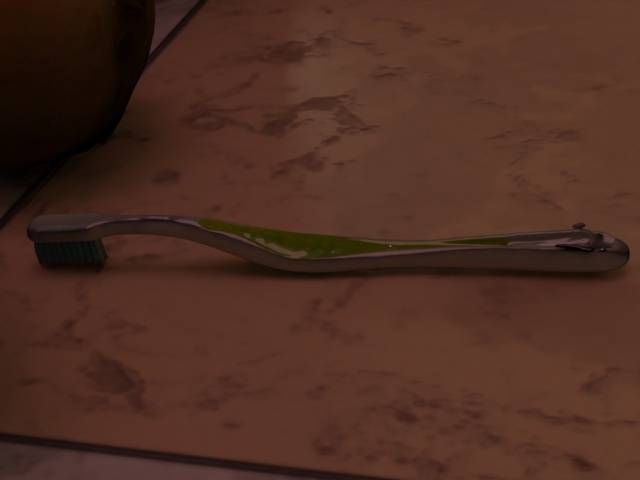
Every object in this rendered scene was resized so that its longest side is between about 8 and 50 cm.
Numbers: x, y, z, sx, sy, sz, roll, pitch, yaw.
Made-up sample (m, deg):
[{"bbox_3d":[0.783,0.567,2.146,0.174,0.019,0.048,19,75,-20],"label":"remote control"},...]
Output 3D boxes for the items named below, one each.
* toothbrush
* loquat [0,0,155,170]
[{"bbox_3d":[0.000,0.000,0.704,0.263,0.026,0.022,0,36,10],"label":"toothbrush"},{"bbox_3d":[-0.156,-0.105,0.803,0.163,0.137,0.163,-10,43,9],"label":"loquat"}]
